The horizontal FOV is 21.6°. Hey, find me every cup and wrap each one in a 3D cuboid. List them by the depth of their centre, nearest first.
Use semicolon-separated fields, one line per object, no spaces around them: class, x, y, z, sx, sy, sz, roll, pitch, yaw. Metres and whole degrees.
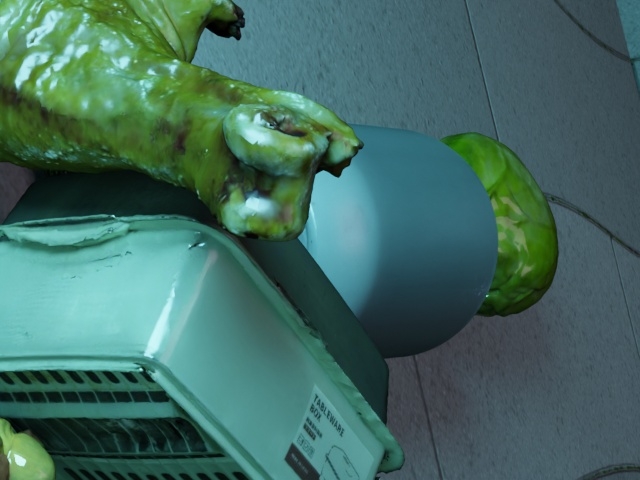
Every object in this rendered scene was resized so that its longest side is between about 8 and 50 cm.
cup;0.000;0.000;1.361;0.312;0.205;0.205;2;74;-65

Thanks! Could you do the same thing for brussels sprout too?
brussels sprout;0.168;-0.017;1.808;0.223;0.161;0.223;-7;90;-68

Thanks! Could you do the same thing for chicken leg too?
chicken leg;-0.111;-0.098;1.004;0.211;0.361;0.140;-41;141;-40

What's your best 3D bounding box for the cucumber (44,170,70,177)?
cucumber;-0.183;-0.090;1.187;0.058;0.058;0.187;-31;106;-66

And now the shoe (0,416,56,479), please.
shoe;-0.206;0.140;0.978;0.069;0.072;0.109;42;6;23

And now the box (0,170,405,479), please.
box;-0.091;0.083;1.089;0.290;0.221;0.166;55;43;-42
